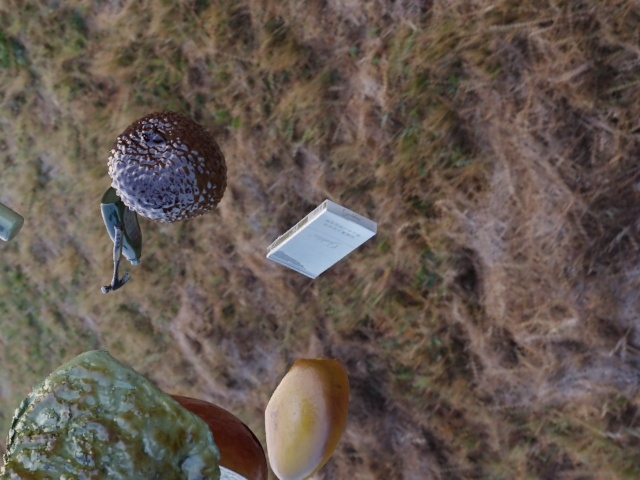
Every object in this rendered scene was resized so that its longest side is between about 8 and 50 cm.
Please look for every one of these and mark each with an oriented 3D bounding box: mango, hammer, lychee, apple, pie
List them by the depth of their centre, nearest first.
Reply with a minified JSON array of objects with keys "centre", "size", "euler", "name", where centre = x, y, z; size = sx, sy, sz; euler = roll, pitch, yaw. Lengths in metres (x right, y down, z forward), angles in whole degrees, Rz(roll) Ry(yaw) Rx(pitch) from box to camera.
[{"centre":[-0.374,0.421,1.584],"size":[0.395,0.418,0.180],"euler":[27,157,-7],"name":"pie"},{"centre":[-0.312,0.469,1.913],"size":[0.365,0.328,0.295],"euler":[37,-177,-29],"name":"apple"},{"centre":[-0.338,-0.159,2.021],"size":[0.261,0.260,0.260],"euler":[24,139,23],"name":"lychee"},{"centre":[-0.498,0.039,2.244],"size":[0.021,0.078,0.200],"euler":[34,127,29],"name":"hammer"},{"centre":[-0.041,0.467,2.371],"size":[0.201,0.349,0.199],"euler":[17,171,-22],"name":"mango"}]

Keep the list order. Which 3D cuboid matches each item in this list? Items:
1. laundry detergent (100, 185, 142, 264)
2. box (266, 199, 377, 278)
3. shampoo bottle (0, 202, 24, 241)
[{"centre":[-0.493,-0.035,2.310],"size":[0.063,0.137,0.210],"euler":[-6,125,9],"name":"laundry detergent"},{"centre":[0.000,0.000,1.617],"size":[0.109,0.029,0.198],"euler":[25,142,-25],"name":"box"},{"centre":[-0.861,-0.070,2.371],"size":[0.162,0.079,0.079],"euler":[33,143,-2],"name":"shampoo bottle"}]
